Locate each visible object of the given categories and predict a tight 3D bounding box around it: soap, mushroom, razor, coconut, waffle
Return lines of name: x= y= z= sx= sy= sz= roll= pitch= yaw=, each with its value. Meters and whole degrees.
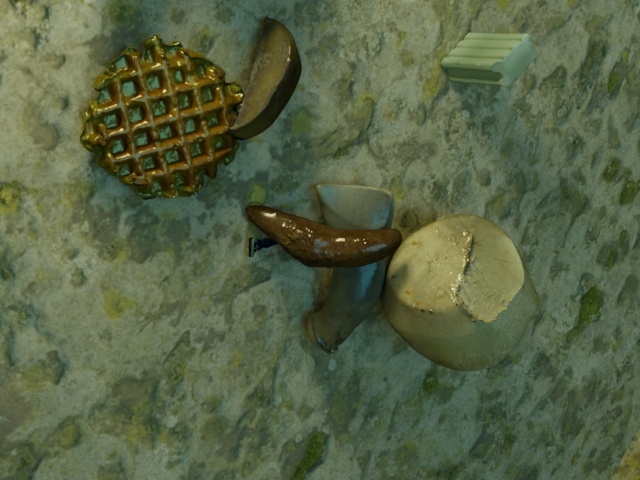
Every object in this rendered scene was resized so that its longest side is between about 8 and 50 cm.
soap: x=0.382 y=-0.416 z=1.868 sx=0.119 sy=0.198 sz=0.066 roll=-47 pitch=122 yaw=-12
mushroom: x=0.065 y=0.067 z=1.851 sx=0.177 sy=0.126 sz=0.396 roll=2 pitch=102 yaw=-6
razor: x=-0.091 y=0.004 z=1.790 sx=0.155 sy=0.028 sz=0.044 roll=-8 pitch=108 yaw=-30
coconut: x=0.333 y=0.126 z=1.917 sx=0.346 sy=0.346 sz=0.360 roll=-55 pitch=140 yaw=-8
waffle: x=-0.292 y=-0.223 z=1.572 sx=0.325 sy=0.068 sz=0.302 roll=30 pitch=86 yaw=-34

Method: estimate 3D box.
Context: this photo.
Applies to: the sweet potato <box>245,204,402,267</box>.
sweet potato: x=0.001 y=0.004 z=1.741 sx=0.342 sy=0.092 sz=0.114 roll=10 pitch=85 yaw=-2

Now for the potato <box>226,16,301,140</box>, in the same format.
potato: x=-0.081 y=-0.310 z=1.632 sx=0.120 sy=0.100 sz=0.261 roll=28 pitch=73 yaw=-51
